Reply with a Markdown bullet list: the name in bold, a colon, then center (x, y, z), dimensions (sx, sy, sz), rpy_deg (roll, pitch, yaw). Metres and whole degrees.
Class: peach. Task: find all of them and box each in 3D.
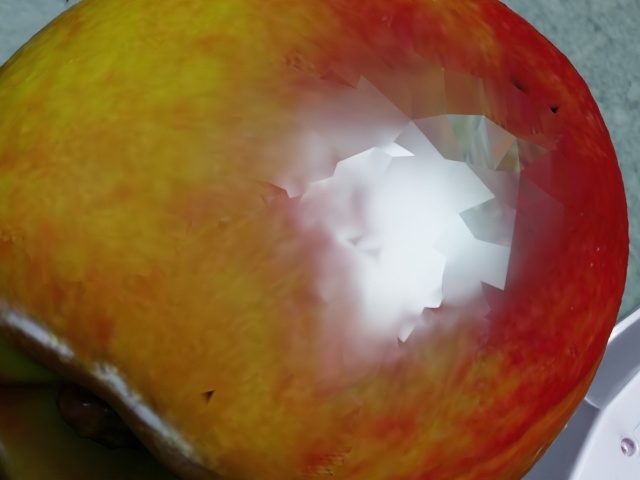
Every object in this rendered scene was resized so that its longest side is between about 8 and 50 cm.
- **peach**: center (0.000, 0.000, 0.486), dimensions (0.275, 0.245, 0.249), rpy_deg (-53, 125, -41)

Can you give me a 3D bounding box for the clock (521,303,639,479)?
- **clock**: center (0.256, 0.130, 0.616), dimensions (0.275, 0.080, 0.290), rpy_deg (49, 60, -2)
